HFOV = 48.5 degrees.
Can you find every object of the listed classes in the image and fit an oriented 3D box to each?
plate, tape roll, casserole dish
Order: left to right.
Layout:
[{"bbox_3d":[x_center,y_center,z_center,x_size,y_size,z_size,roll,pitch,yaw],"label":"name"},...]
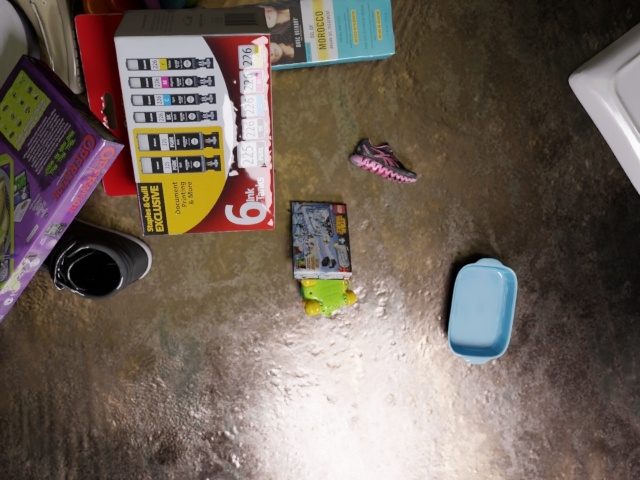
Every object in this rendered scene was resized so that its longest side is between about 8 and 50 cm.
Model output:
[{"bbox_3d":[-0.544,-0.285,1.068,0.219,0.072,0.219,-1,99,-6],"label":"tape roll"},{"bbox_3d":[0.279,0.121,1.245,0.114,0.037,0.188,5,97,-7],"label":"casserole dish"},{"bbox_3d":[0.614,-0.252,1.230,0.277,0.045,0.278,-37,100,0],"label":"plate"}]

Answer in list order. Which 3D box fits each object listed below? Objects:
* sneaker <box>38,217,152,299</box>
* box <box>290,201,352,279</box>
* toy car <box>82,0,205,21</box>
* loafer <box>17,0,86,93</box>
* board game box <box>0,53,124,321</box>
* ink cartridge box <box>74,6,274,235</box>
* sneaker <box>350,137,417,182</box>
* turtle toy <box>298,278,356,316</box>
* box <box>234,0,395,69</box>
[{"bbox_3d":[-0.415,0.012,1.088,0.296,0.147,0.104,14,98,-7],"label":"sneaker"},{"bbox_3d":[0.000,0.000,1.157,0.094,0.027,0.137,2,57,-6],"label":"box"},{"bbox_3d":[-0.264,-0.367,1.051,0.182,0.136,0.159,-20,102,2],"label":"toy car"},{"bbox_3d":[-0.404,-0.354,1.061,0.092,0.102,0.268,-4,106,5],"label":"loafer"},{"bbox_3d":[-0.452,-0.070,1.036,0.208,0.056,0.347,46,105,23],"label":"board game box"},{"bbox_3d":[-0.207,-0.168,1.040,0.272,0.130,0.309,-4,124,-6],"label":"ink cartridge box"},{"bbox_3d":[0.112,-0.135,1.188,0.119,0.047,0.057,22,83,-11],"label":"sneaker"},{"bbox_3d":[0.001,0.064,1.186,0.095,0.066,0.130,-12,97,-29],"label":"turtle toy"},{"bbox_3d":[-0.010,-0.332,1.133,0.244,0.060,0.100,-8,99,-6],"label":"box"}]
